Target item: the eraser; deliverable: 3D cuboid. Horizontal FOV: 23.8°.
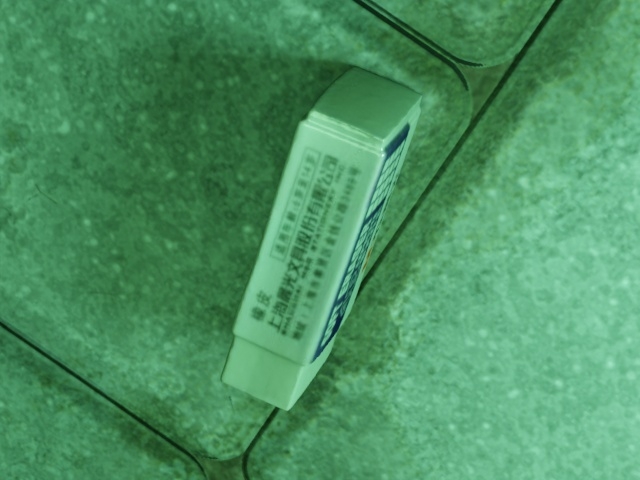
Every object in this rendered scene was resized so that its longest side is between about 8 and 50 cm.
[{"bbox_3d":[0.000,0.000,1.308,0.081,0.124,0.279,23,119,8],"label":"eraser"}]
